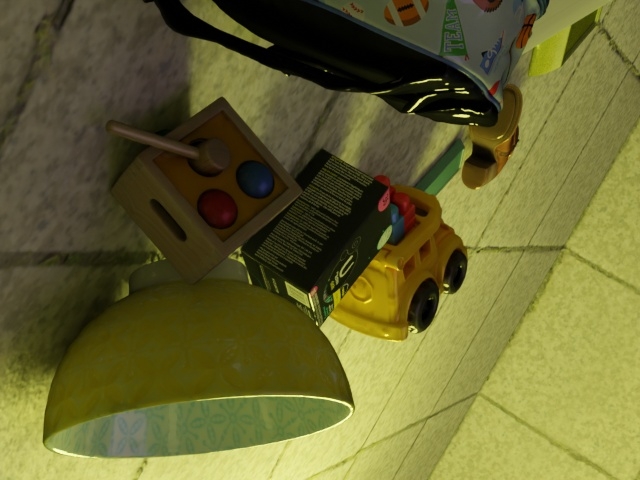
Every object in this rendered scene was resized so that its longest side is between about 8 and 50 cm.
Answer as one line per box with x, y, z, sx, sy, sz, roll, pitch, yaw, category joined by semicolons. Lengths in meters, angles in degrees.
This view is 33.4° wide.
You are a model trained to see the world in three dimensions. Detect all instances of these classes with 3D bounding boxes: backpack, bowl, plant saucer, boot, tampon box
0.043;-0.203;0.825;0.213;0.263;0.276;-61;159;9;backpack
-0.120;0.105;1.009;0.289;0.289;0.156;53;27;-69;bowl
0.168;-0.080;1.662;0.192;0.018;0.067;-47;158;-30;plant saucer
0.426;-0.380;1.782;0.188;0.045;0.188;-48;158;-26;plant saucer
0.294;-0.189;1.736;0.152;0.073;0.197;-41;158;-50;boot
0.000;0.000;1.258;0.161;0.101;0.120;-52;160;-17;tampon box

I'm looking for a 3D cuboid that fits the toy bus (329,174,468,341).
0.107;-0.004;1.483;0.220;0.149;0.212;-42;139;-42;toy bus

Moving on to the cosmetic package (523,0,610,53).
0.236;-0.347;1.065;0.377;0.097;0.284;-32;146;-9;cosmetic package

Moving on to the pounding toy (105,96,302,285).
-0.107;-0.054;0.907;0.130;0.141;0.100;-42;-177;-37;pounding toy
